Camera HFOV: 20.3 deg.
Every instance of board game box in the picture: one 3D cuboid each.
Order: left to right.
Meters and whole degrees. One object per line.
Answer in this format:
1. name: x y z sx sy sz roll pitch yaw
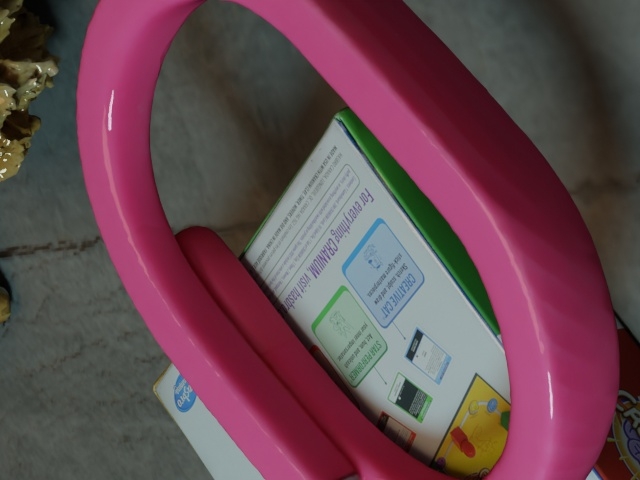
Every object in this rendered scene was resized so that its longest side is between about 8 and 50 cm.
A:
1. board game box: 0.068 0.124 0.814 0.316 0.064 0.242 55 140 16

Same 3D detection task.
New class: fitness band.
1. fitness band: 0.000 0.000 0.740 0.291 0.054 0.209 49 138 21

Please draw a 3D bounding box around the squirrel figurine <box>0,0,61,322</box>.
1. squirrel figurine: -0.328 -0.064 1.040 0.397 0.281 0.370 -11 105 54
